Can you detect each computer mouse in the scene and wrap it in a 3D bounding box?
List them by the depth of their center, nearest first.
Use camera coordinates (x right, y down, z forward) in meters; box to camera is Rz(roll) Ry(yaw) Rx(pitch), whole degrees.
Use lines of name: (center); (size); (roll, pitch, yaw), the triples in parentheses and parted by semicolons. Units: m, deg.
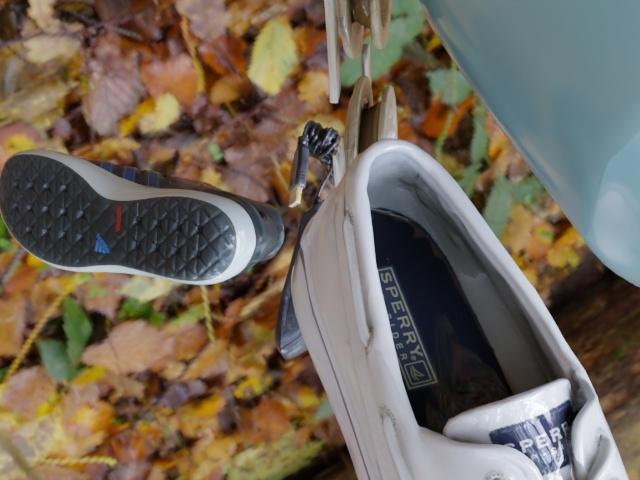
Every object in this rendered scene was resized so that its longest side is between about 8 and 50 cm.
computer mouse: (0.000, 0.000, 1.191); (0.060, 0.262, 0.184); (10, 166, 15)

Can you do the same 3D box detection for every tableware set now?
tableware set: (0.034, -0.093, 0.588); (0.039, 0.128, 0.194); (3, 128, 9)

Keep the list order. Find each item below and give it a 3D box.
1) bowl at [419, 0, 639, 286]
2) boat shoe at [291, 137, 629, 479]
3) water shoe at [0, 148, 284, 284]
bowl: (0.197, -0.077, 0.401); (0.311, 0.163, 0.311); (-6, 151, -3)
boat shoe: (0.060, 0.080, 0.376); (0.095, 0.258, 0.084); (-19, 154, -24)
water shoe: (-0.119, -0.012, 0.699); (0.080, 0.203, 0.073); (-7, 110, -60)
